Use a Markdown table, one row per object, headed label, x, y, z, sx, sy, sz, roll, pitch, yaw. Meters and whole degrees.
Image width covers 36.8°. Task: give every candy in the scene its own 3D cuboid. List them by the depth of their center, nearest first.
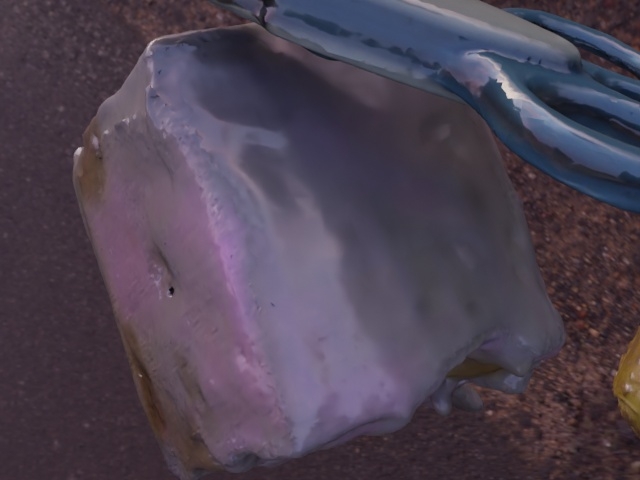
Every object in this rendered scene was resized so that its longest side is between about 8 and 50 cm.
| label | x | y | z | sx | sy | sz | roll | pitch | yaw |
| --- | --- | --- | --- | --- | --- | --- | --- | --- | --- |
| candy | 0.000 | 0.000 | 0.443 | 0.137 | 0.185 | 0.195 | -35 | 71 | 50 |

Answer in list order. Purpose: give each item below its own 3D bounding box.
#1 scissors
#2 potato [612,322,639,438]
| label | x | y | z | sx | sy | sz | roll | pitch | yaw |
| --- | --- | --- | --- | --- | --- | --- | --- | --- | --- |
| scissors | 0.017 | -0.087 | 0.364 | 0.289 | 0.138 | 0.041 | 19 | 125 | -4 |
| potato | 0.507 | 0.200 | 1.183 | 0.246 | 0.300 | 0.196 | 21 | 70 | -5 |
